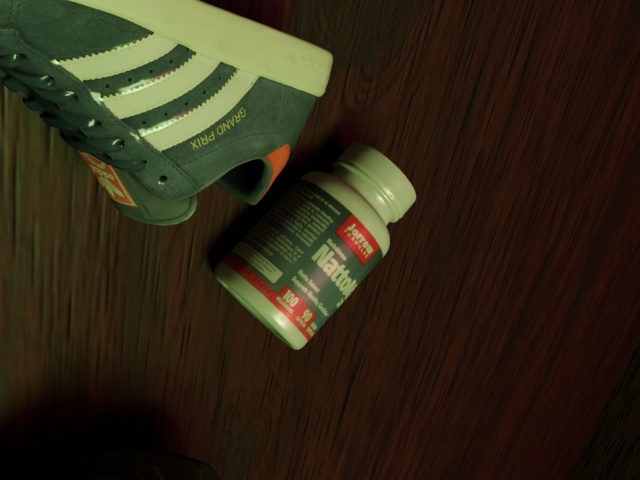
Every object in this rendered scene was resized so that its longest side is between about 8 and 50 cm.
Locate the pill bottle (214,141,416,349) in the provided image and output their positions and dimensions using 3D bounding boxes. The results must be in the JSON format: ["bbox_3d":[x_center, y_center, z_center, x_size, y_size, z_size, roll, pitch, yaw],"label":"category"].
[{"bbox_3d":[0.000,0.000,0.682,0.180,0.108,0.108,-48,145,-10],"label":"pill bottle"}]

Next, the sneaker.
[{"bbox_3d":[-0.127,-0.085,0.439,0.350,0.131,0.148,6,110,-51],"label":"sneaker"}]

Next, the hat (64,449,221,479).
[{"bbox_3d":[-0.153,0.273,0.674,0.134,0.331,0.331,-81,170,-46],"label":"hat"}]
